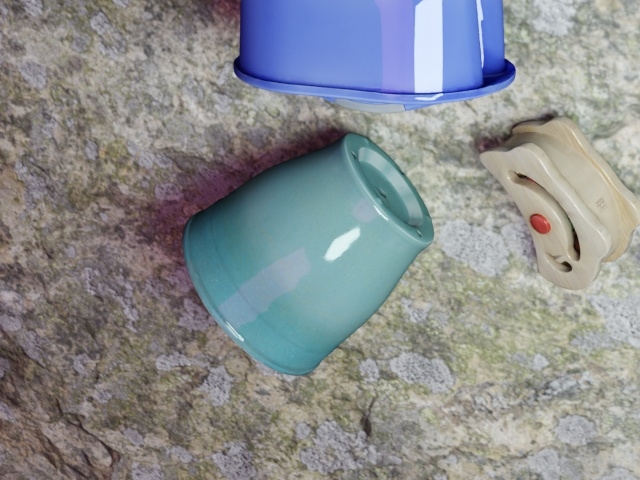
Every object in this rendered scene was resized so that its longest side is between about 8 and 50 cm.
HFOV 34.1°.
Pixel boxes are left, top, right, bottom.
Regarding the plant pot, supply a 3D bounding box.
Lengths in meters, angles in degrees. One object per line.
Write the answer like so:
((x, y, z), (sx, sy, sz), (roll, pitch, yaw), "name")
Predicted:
((0.000, 0.000, 1.393), (0.255, 0.271, 0.271), (-38, 97, 23), "plant pot")

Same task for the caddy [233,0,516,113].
((0.061, -0.237, 1.228), (0.341, 0.241, 0.179), (9, 115, 22), "caddy")

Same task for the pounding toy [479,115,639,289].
((0.337, -0.046, 1.306), (0.269, 0.155, 0.154), (52, 156, 3), "pounding toy")
